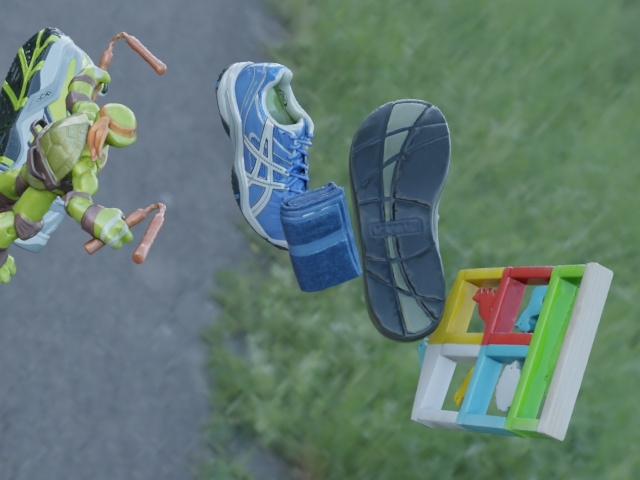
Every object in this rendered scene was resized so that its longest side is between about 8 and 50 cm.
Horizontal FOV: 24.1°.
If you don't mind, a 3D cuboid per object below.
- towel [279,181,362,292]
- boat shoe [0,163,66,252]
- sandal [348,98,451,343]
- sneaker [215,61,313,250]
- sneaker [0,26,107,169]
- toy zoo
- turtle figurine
[{"bbox_3d":[0.000,0.000,1.460,0.119,0.067,0.029,77,-11,-45],"label":"towel"},{"bbox_3d":[-0.491,-0.109,2.049,0.320,0.103,0.118,37,0,-9],"label":"boat shoe"},{"bbox_3d":[0.090,-0.024,1.768,0.120,0.302,0.086,3,-16,1],"label":"sandal"},{"bbox_3d":[-0.047,-0.088,1.584,0.080,0.081,0.211,-28,105,-45],"label":"sneaker"},{"bbox_3d":[-0.442,-0.136,2.317,0.147,0.384,0.145,32,-16,-34],"label":"sneaker"},{"bbox_3d":[0.196,0.122,1.677,0.030,0.192,0.293,26,-15,-26],"label":"toy zoo"},{"bbox_3d":[-0.229,-0.053,1.320,0.087,0.217,0.269,26,39,-40],"label":"turtle figurine"}]
